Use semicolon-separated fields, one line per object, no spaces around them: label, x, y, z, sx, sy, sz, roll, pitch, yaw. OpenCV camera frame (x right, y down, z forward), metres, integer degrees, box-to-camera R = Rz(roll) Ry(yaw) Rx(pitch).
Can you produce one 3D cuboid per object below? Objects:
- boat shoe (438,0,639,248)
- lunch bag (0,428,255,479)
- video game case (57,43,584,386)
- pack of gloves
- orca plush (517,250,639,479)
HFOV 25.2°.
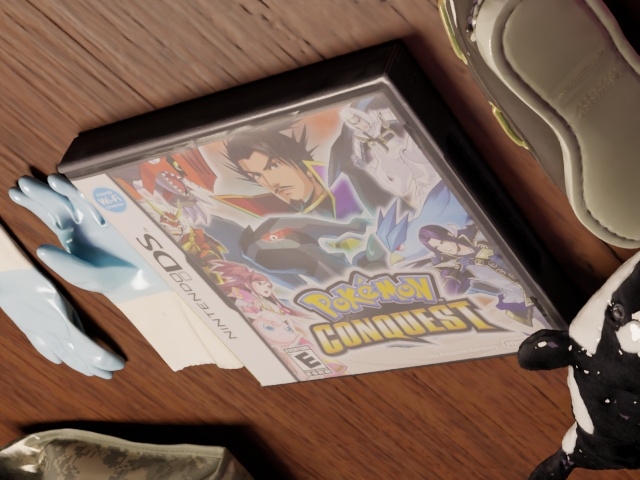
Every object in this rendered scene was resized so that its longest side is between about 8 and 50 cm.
boat shoe;0.135;-0.077;0.759;0.228;0.081;0.068;47;-178;-46
lunch bag;-0.161;0.291;1.292;0.287;0.169;0.235;1;142;38
video game case;0.000;0.000;0.950;0.275;0.035;0.248;-11;132;37
pack of gloves;-0.196;0.044;1.099;0.195;0.046;0.232;-10;132;35
orca plush;0.194;0.117;0.901;0.151;0.102;0.287;5;146;-17
